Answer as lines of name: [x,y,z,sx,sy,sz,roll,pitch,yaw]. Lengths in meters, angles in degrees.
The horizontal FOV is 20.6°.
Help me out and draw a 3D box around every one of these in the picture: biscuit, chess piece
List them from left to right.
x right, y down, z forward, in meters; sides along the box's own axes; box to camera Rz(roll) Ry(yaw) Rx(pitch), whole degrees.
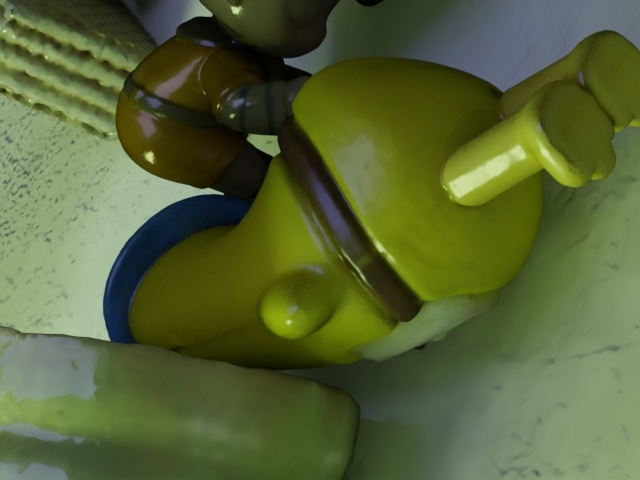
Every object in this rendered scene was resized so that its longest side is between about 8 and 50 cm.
biscuit: [-0.255,-0.215,1.316,0.078,0.144,0.426,-56,39,13]
chess piece: [-0.126,0.276,0.868,0.234,0.234,0.442,-4,72,48]

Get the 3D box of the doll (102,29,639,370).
doll: [0.000,0.000,0.900,0.363,0.145,0.199,-29,9,40]

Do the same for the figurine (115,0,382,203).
figurine: [-0.034,-0.151,1.007,0.256,0.167,0.192,-60,12,11]
